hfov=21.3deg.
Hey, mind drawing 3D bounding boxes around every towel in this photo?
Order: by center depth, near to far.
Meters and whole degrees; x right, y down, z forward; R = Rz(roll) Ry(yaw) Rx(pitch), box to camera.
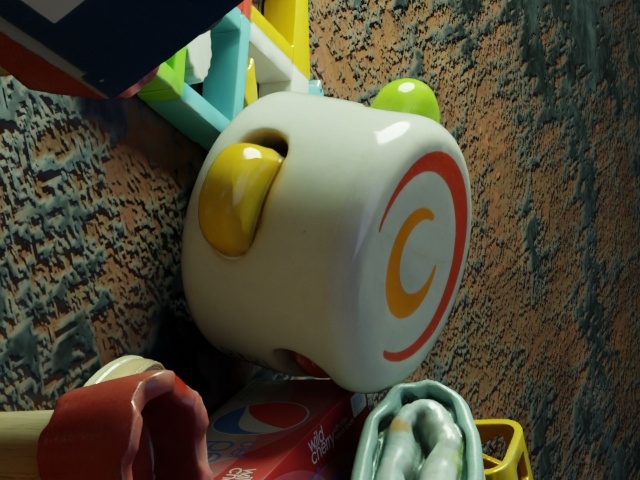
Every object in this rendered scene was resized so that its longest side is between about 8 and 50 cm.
[{"bbox_3d":[0.048,0.329,1.116,0.320,0.090,0.374,88,12,-46],"label":"towel"}]

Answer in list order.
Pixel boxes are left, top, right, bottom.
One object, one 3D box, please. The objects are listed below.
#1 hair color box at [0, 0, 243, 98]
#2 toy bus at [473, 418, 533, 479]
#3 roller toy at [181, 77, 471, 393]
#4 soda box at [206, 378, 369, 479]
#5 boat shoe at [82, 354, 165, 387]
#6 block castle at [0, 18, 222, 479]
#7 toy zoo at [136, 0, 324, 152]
[{"bbox_3d":[-0.117,-0.236,0.649,0.174,0.105,0.347,35,32,-39],"label":"hair color box"},{"bbox_3d":[0.156,0.262,1.546,0.202,0.104,0.191,35,54,-61],"label":"toy bus"},{"bbox_3d":[0.000,0.000,1.151,0.209,0.146,0.191,-41,136,-48],"label":"roller toy"},{"bbox_3d":[-0.049,0.167,1.086,0.263,0.092,0.083,-35,121,-65],"label":"soda box"},{"bbox_3d":[-0.116,0.124,0.978,0.170,0.059,0.063,-61,140,-53],"label":"boat shoe"},{"bbox_3d":[-0.190,0.023,0.623,0.453,0.213,0.303,-14,99,-68],"label":"block castle"},{"bbox_3d":[-0.066,-0.155,1.191,0.293,0.030,0.192,38,51,-61],"label":"toy zoo"}]
